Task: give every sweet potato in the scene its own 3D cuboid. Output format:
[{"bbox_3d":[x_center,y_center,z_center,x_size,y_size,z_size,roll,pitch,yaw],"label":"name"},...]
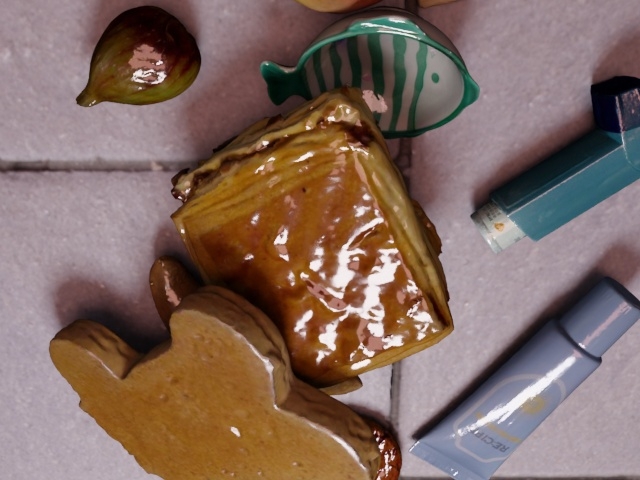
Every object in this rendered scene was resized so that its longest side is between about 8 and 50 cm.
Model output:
[{"bbox_3d":[-0.101,0.151,0.952,0.341,0.092,0.114,34,90,-14],"label":"sweet potato"}]

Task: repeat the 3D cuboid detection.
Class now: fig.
[{"bbox_3d":[-0.217,-0.199,0.810,0.154,0.103,0.109,-40,85,5],"label":"fig"}]

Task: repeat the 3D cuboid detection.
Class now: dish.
[{"bbox_3d":[0.060,-0.205,0.803,0.246,0.224,0.078,5,68,10],"label":"dish"}]

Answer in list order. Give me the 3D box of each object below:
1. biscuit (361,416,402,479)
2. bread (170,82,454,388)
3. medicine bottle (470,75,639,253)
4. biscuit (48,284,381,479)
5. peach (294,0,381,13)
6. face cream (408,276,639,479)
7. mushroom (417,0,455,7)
[{"bbox_3d":[0.028,0.341,1.051,0.192,0.049,0.192,-1,107,-2],"label":"biscuit"},{"bbox_3d":[0.000,0.000,0.855,0.277,0.167,0.325,-25,105,21],"label":"bread"},{"bbox_3d":[0.305,-0.087,0.877,0.258,0.079,0.124,-35,111,12],"label":"medicine bottle"},{"bbox_3d":[-0.150,0.207,0.908,0.394,0.076,0.368,-27,110,40],"label":"biscuit"},{"bbox_3d":[0.027,-0.331,0.730,0.184,0.184,0.184,0,111,-1],"label":"peach"},{"bbox_3d":[0.295,0.211,0.992,0.135,0.086,0.385,33,112,-13],"label":"face cream"},{"bbox_3d":[0.188,-0.308,0.803,0.187,0.061,0.060,-20,115,10],"label":"mushroom"}]
